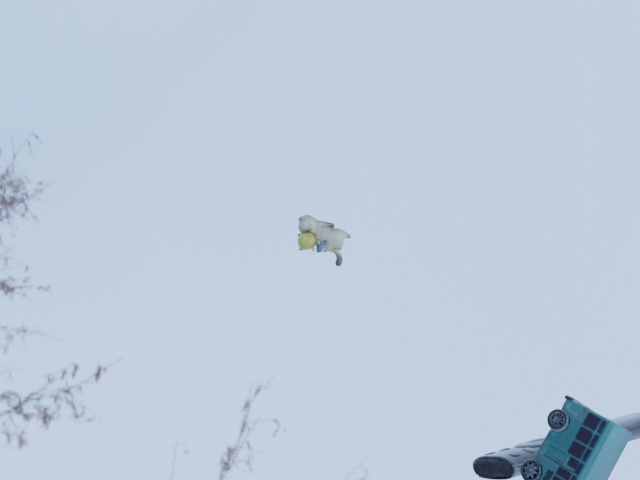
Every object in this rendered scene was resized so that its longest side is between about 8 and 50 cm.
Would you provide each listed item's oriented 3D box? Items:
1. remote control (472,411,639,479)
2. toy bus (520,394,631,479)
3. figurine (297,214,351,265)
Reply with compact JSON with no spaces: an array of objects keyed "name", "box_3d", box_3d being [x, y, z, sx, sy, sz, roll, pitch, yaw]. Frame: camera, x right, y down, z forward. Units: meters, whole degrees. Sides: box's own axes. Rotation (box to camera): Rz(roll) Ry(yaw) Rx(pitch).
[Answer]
[{"name":"remote control","box_3d":[0.439,0.349,1.444,0.378,0.044,0.107,-6,-14,-29]},{"name":"toy bus","box_3d":[0.322,0.293,1.077,0.079,0.092,0.160,33,-94,-44]},{"name":"figurine","box_3d":[0.000,0.000,1.221,0.083,0.050,0.047,24,-36,-6]}]
